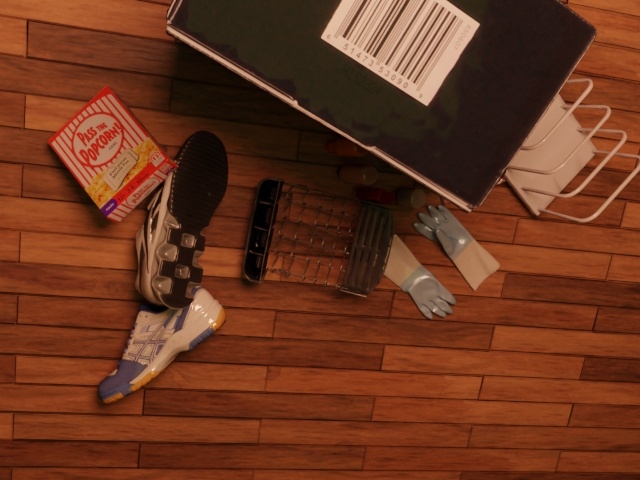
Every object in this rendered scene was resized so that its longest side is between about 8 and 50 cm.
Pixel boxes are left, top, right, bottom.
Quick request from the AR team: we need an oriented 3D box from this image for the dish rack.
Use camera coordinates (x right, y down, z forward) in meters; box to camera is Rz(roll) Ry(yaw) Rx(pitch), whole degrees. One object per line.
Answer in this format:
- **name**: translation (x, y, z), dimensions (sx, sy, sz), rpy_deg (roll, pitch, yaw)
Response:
- **dish rack**: translation (0.000, 0.000, 1.286), dimensions (0.271, 0.074, 0.209), rpy_deg (14, 105, 5)

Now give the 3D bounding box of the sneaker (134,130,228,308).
- **sneaker**: translation (-0.274, -0.047, 1.229), dimensions (0.122, 0.146, 0.331), rpy_deg (26, 75, -44)

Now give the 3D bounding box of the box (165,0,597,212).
- **box**: translation (0.054, -0.339, 1.012), dimensions (0.479, 0.472, 0.298), rpy_deg (28, 104, -18)

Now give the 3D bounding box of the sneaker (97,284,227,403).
- **sneaker**: translation (-0.329, 0.192, 1.304), dimensions (0.296, 0.112, 0.131), rpy_deg (-39, 92, -1)

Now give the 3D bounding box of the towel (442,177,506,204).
- **towel**: translation (0.325, -0.169, 1.363), dimensions (0.196, 0.029, 0.144), rpy_deg (-20, 109, -6)

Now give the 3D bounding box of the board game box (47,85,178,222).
- **board game box**: translation (-0.362, -0.151, 1.162), dimensions (0.146, 0.045, 0.193), rpy_deg (-43, 73, 2)

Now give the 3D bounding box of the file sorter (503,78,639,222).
- **file sorter**: translation (0.452, -0.198, 1.288), dimensions (0.193, 0.173, 0.278), rpy_deg (-46, 112, -5)

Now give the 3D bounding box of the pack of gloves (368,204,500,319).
- **pack of gloves**: translation (0.248, 0.052, 1.402), dimensions (0.232, 0.046, 0.195), rpy_deg (43, 93, -19)

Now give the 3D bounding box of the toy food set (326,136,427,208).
- **toy food set**: translation (0.120, -0.128, 1.314), dimensions (0.232, 0.104, 0.111), rpy_deg (14, 89, -33)
